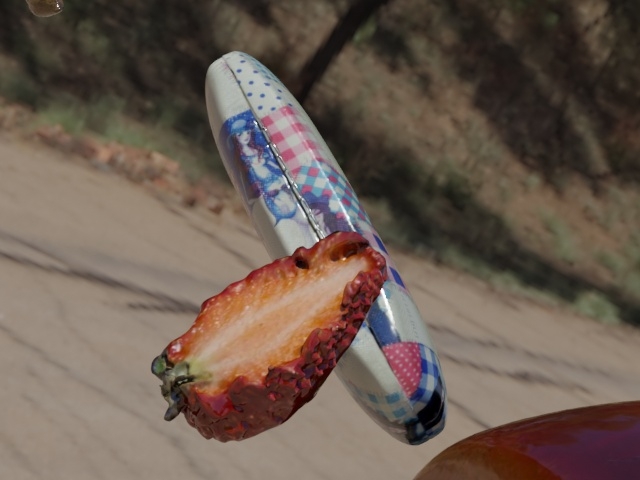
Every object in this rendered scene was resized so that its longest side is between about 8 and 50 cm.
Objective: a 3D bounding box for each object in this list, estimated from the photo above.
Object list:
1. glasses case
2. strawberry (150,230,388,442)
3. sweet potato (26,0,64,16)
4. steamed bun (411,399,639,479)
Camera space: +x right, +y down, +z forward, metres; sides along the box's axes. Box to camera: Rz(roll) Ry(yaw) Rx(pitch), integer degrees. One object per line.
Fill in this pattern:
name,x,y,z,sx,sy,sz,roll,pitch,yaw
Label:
glasses case,0.000,0.000,1.083,0.327,0.076,0.125,61,-3,29
strawberry,-0.024,0.056,0.842,0.104,0.152,0.048,43,-19,53
sweet potato,-0.234,-0.200,1.265,0.026,0.026,0.115,24,5,-24
steamed bun,0.228,0.254,1.063,0.235,0.248,0.379,-6,30,-32
